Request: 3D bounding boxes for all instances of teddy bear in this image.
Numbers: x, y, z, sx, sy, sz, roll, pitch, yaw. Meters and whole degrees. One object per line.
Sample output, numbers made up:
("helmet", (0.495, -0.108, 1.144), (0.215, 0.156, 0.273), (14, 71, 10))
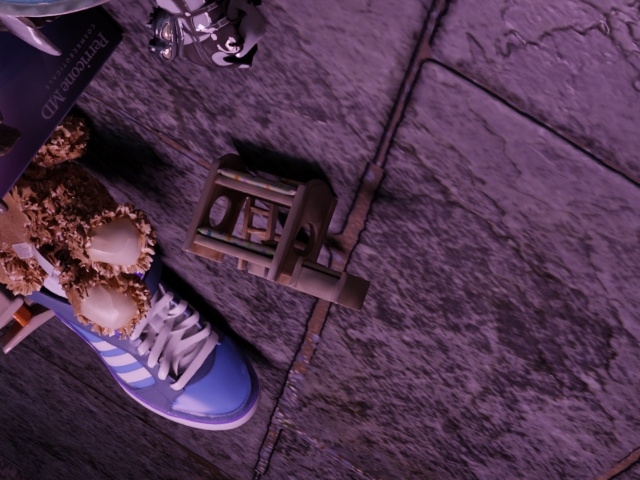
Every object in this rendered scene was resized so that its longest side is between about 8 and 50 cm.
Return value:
("teddy bear", (-0.289, -0.038, 1.762), (0.338, 0.113, 0.245), (21, 134, 39))

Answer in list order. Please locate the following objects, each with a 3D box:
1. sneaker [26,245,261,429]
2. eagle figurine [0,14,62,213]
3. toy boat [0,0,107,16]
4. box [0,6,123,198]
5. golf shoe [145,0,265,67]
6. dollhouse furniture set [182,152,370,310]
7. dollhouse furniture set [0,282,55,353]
("sneaker", (-0.203, 0.089, 1.920), (0.323, 0.130, 0.236), (38, 163, 6))
("eagle figurine", (-0.285, -0.206, 1.218), (0.225, 0.298, 0.226), (7, 153, -4))
("toy boat", (-0.193, -0.293, 1.003), (0.318, 0.267, 0.148), (53, -161, 4))
("box", (-0.379, -0.164, 1.423), (0.183, 0.296, 0.294), (6, 147, 49))
("golf shoe", (-0.082, -0.191, 1.267), (0.094, 0.077, 0.198), (20, 164, 4))
("dollhouse furniture set", (0.000, 0.000, 1.556), (0.182, 0.101, 0.161), (18, 178, 33))
("dollhouse furniture set", (-0.453, 0.041, 2.036), (0.262, 0.135, 0.259), (49, -178, -27))
